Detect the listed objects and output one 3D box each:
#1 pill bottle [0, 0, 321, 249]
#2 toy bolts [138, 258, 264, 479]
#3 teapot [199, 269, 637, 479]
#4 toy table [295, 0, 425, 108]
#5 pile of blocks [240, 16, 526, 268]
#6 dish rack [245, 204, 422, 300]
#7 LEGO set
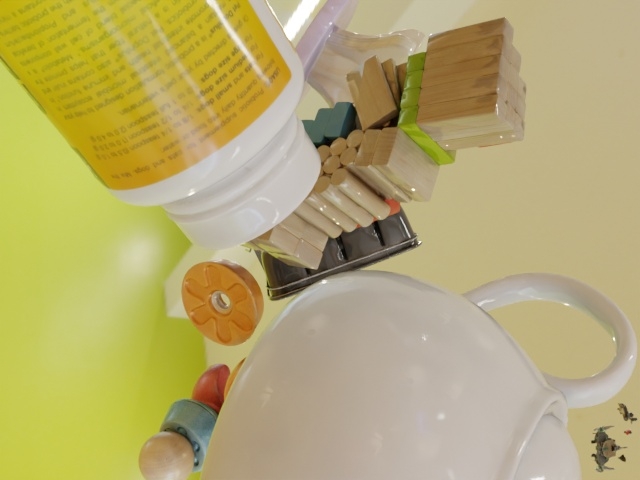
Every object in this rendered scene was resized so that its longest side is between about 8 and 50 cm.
[{"bbox_3d":[-0.086,-0.099,0.388,0.117,0.215,0.117,-24,-147,16],"label":"pill bottle"},{"bbox_3d":[-0.121,0.160,0.897,0.218,0.158,0.228,45,-54,7],"label":"toy bolts"},{"bbox_3d":[0.067,0.141,0.471,0.187,0.252,0.256,12,-86,27],"label":"teapot"},{"bbox_3d":[0.047,-0.270,1.343,0.274,0.161,0.252,-60,178,-13],"label":"toy table"},{"bbox_3d":[0.061,-0.088,0.873,0.362,0.112,0.149,-29,-128,23],"label":"pile of blocks"},{"bbox_3d":[0.000,0.000,1.153,0.271,0.208,0.074,-163,-125,-77],"label":"dish rack"},{"bbox_3d":[0.312,0.215,0.904,0.023,0.083,0.054,-11,-71,57],"label":"LEGO set"}]
